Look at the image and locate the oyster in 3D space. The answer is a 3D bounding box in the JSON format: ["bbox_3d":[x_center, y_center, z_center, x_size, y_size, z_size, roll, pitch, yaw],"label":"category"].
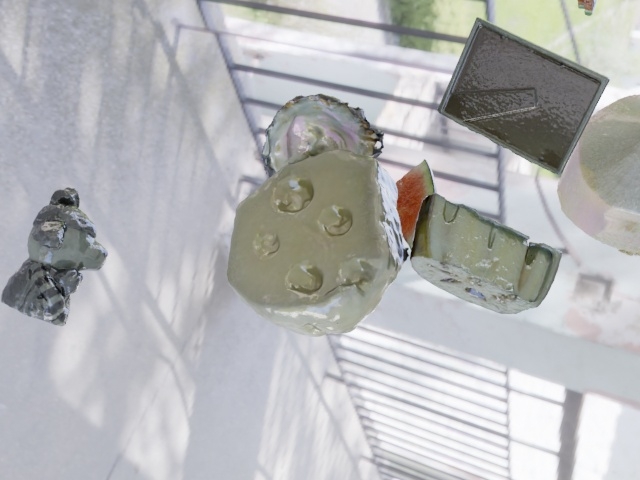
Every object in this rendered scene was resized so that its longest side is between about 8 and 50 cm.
[{"bbox_3d":[-0.005,-0.163,1.586,0.259,0.198,0.092,-51,-172,37],"label":"oyster"}]

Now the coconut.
[{"bbox_3d":[0.633,-0.133,1.722,0.309,0.297,0.297,84,28,-68],"label":"coconut"}]

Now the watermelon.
[{"bbox_3d":[0.205,-0.059,1.874,0.137,0.145,0.193,-23,156,-27],"label":"watermelon"}]

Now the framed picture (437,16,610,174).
[{"bbox_3d":[0.355,-0.260,1.577,0.018,0.265,0.192,-19,136,-57],"label":"framed picture"}]

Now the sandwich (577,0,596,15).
[{"bbox_3d":[0.388,-0.396,1.259,0.135,0.029,0.067,79,30,-44],"label":"sandwich"}]

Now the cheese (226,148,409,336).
[{"bbox_3d":[0.000,0.000,1.454,0.326,0.318,0.115,-47,142,-4],"label":"cheese"}]

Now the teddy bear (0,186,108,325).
[{"bbox_3d":[-0.464,0.040,1.556,0.171,0.144,0.251,-121,-126,-81],"label":"teddy bear"}]

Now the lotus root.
[{"bbox_3d":[0.251,0.028,1.400,0.138,0.235,0.119,105,8,-70],"label":"lotus root"}]
